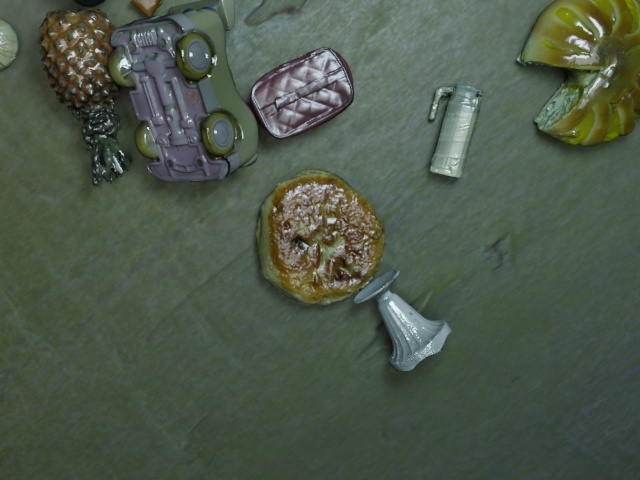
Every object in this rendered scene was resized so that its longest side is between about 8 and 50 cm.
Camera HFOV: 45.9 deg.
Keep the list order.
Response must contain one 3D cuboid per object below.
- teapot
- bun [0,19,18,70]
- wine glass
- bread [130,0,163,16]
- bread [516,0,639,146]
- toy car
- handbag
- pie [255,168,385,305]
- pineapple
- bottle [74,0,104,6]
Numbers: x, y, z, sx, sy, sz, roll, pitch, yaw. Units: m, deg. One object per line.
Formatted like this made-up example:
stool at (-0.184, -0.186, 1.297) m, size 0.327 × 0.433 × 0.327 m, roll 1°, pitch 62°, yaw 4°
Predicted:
teapot at (0.287, -0.247, 1.671) m, size 0.107 × 0.077 × 0.200 m, roll 17°, pitch 101°, yaw 14°
bun at (-0.697, -0.415, 1.591) m, size 0.115 × 0.069 × 0.115 m, roll 0°, pitch 100°, yaw -2°
wine glass at (0.180, 0.178, 1.714) m, size 0.165 × 0.165 × 0.196 m, roll -37°, pitch 98°, yaw 5°
bread at (-0.332, -0.588, 1.581) m, size 0.088 × 0.049 × 0.226 m, roll 32°, pitch 100°, yaw -9°
bread at (0.590, -0.370, 1.612) m, size 0.333 × 0.160 × 0.333 m, roll -1°, pitch 102°, yaw -4°
toy car at (-0.259, -0.308, 1.561) m, size 0.242 × 0.226 × 0.336 m, roll 1°, pitch 119°, yaw 35°
handbag at (-0.037, -0.310, 1.611) m, size 0.225 × 0.135 × 0.146 m, roll -24°, pitch 97°, yaw 4°
pie at (0.000, 0.000, 1.702) m, size 0.315 × 0.092 × 0.315 m, roll -1°, pitch 101°, yaw -3°
pineapple at (-0.480, -0.295, 1.578) m, size 0.175 × 0.175 × 0.361 m, roll -6°, pitch 101°, yaw -1°
bottle at (-0.542, -0.589, 1.512) m, size 0.271 × 0.156 × 0.143 m, roll 37°, pitch 112°, yaw 6°
